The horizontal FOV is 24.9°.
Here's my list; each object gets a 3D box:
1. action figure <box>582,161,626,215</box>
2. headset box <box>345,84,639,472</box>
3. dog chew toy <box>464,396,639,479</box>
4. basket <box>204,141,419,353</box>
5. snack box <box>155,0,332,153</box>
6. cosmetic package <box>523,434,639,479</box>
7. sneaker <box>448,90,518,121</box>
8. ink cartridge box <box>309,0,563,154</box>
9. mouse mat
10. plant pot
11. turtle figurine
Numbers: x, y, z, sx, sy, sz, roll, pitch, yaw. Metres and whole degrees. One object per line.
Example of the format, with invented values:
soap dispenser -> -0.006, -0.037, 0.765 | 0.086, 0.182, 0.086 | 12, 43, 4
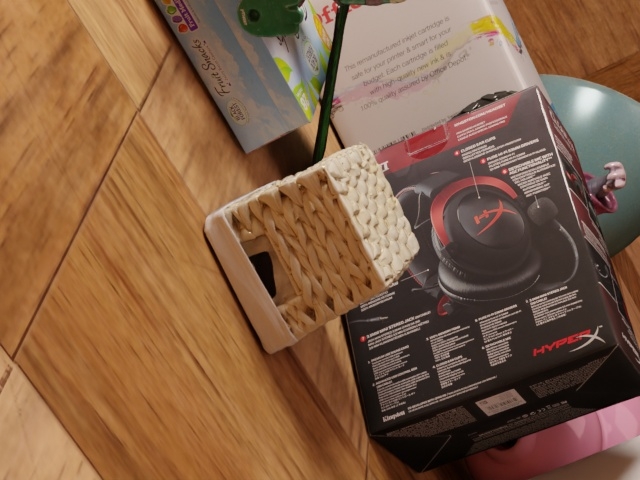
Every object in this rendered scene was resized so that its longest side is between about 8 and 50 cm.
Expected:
action figure -> 0.220, -0.038, 1.782 | 0.370, 0.248, 0.276 | 59, -10, -17
headset box -> 0.132, 0.020, 1.245 | 0.110, 0.218, 0.293 | 44, 28, -52
dog chew toy -> 0.247, 0.204, 1.413 | 0.332, 0.206, 0.207 | 22, 45, -56
basket -> 0.000, 0.000, 1.086 | 0.113, 0.103, 0.167 | 63, 17, -3
snack box -> -0.064, -0.192, 1.230 | 0.174, 0.070, 0.207 | 60, 19, -18
cosmetic package -> 0.228, 0.287, 1.159 | 0.138, 0.224, 0.224 | 62, 16, -18
sneaker -> 0.146, -0.006, 1.404 | 0.283, 0.107, 0.124 | -65, 152, -13
ink cartridge box -> 0.120, -0.167, 1.537 | 0.270, 0.198, 0.197 | 65, 16, -3
mouse mat -> 0.009, -0.136, 1.288 | 0.152, 0.007, 0.190 | -76, 177, -66
plant pot -> 0.338, -0.066, 2.021 | 0.290, 0.290, 0.195 | 48, 58, -45
turtle figurine -> -0.007, -0.240, 1.150 | 0.175, 0.118, 0.234 | 48, 34, -1
